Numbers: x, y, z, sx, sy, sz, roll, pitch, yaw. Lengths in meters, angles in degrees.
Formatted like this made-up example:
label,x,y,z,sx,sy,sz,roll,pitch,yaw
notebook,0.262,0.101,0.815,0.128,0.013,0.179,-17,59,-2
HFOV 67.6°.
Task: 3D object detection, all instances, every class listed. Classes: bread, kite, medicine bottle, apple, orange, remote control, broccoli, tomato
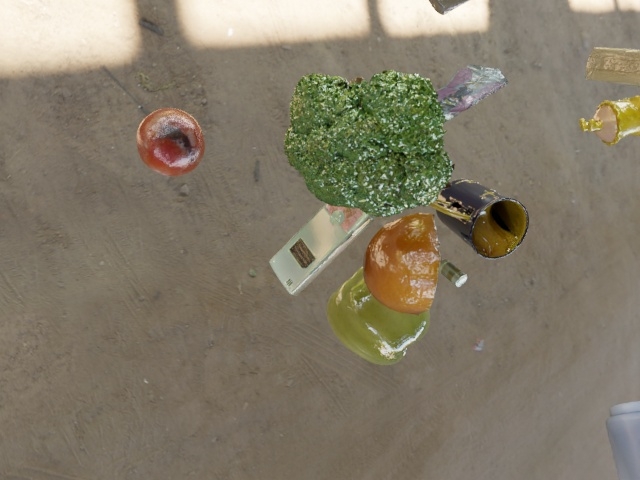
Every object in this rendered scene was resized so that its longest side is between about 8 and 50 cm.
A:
label,x,y,z,sx,sy,sz,roll,pitch,yaw
bread,0.699,-0.389,1.076,0.105,0.152,0.077,-3,116,-23
kite,0.325,-0.353,1.296,0.204,0.360,0.022,1,69,-40
medicine bottle,0.393,0.096,1.432,0.047,0.083,0.047,-23,136,-24
apple,0.228,0.277,1.805,0.360,0.320,0.312,48,52,9
orange,0.231,0.066,1.233,0.310,0.274,0.274,12,79,-56
remote control,0.000,0.000,1.406,0.344,0.145,0.050,-44,148,13
broccoli,0.098,-0.200,0.992,0.310,0.413,0.320,-20,97,-29
tomato,-0.463,-0.304,1.487,0.208,0.184,0.208,-11,116,-24

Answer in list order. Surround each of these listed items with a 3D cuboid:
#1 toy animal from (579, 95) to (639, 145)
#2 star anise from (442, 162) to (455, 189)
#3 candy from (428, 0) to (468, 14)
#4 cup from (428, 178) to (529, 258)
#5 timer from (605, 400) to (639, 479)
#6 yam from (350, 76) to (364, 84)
label,x,y,z,sx,sy,sz,roll,pitch,yaw
toy animal,0.892,-0.352,1.401,0.230,0.156,0.156,-5,90,6
star anise,0.220,-0.184,1.301,0.288,0.288,0.088,37,53,-31
candy,0.368,-0.726,1.302,0.137,0.195,0.184,54,18,-33
cup,0.437,-0.102,1.403,0.178,0.256,0.255,-45,115,7
timer,0.707,0.348,0.745,0.395,0.395,0.173,27,54,-34
yam,0.144,-0.369,1.433,0.057,0.057,0.241,-26,100,-37
